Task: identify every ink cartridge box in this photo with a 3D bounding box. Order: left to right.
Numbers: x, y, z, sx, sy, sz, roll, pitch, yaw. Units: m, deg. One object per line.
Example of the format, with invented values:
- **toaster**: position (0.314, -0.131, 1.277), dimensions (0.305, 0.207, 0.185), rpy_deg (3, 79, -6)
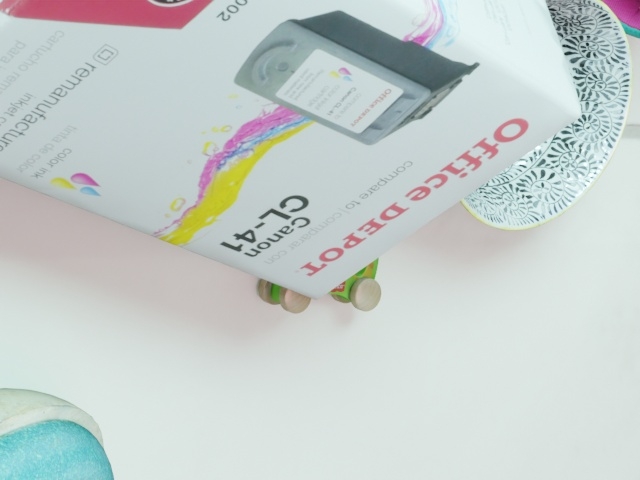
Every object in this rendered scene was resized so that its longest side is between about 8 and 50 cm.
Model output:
- **ink cartridge box**: position (-0.043, -0.108, 0.765), dimensions (0.306, 0.131, 0.226), rpy_deg (24, 132, -40)

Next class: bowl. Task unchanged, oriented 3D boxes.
- **bowl**: position (0.130, -0.100, 0.997), dimensions (0.170, 0.080, 0.170), rpy_deg (-16, 120, -31)

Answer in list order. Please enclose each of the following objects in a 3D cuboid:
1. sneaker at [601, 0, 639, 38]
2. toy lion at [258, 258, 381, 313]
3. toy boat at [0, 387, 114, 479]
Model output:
- **sneaker**: position (0.280, -0.218, 1.024), dimensions (0.296, 0.124, 0.178), rpy_deg (23, 90, -33)
- **toy lion**: position (0.000, 0.000, 0.981), dimensions (0.100, 0.034, 0.096), rpy_deg (1, 102, -38)
- **toy boat**: position (-0.216, 0.237, 0.817), dimensions (0.267, 0.148, 0.318), rpy_deg (-19, 136, -62)
